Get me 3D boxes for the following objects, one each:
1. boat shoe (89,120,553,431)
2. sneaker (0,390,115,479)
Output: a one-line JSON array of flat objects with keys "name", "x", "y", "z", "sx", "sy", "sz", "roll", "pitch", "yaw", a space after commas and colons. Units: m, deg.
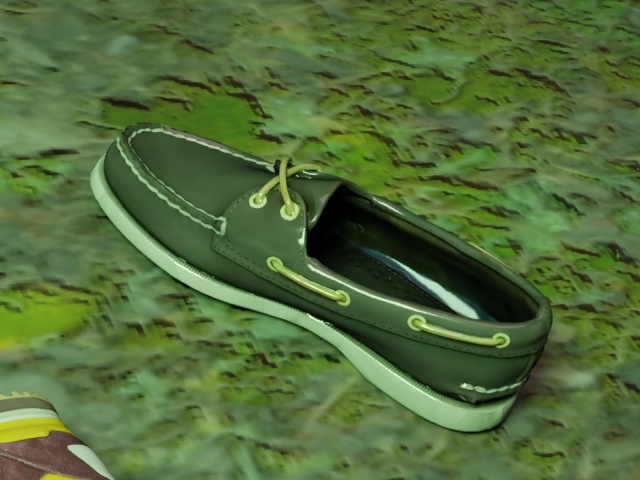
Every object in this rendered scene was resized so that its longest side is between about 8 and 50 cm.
[{"name": "boat shoe", "x": 0.000, "y": 0.000, "z": 0.792, "sx": 0.227, "sy": 0.069, "sz": 0.081, "roll": 29, "pitch": 40, "yaw": 7}, {"name": "sneaker", "x": -0.147, "y": 0.113, "z": 0.598, "sx": 0.185, "sy": 0.070, "sz": 0.084, "roll": -21, "pitch": 52, "yaw": -39}]
